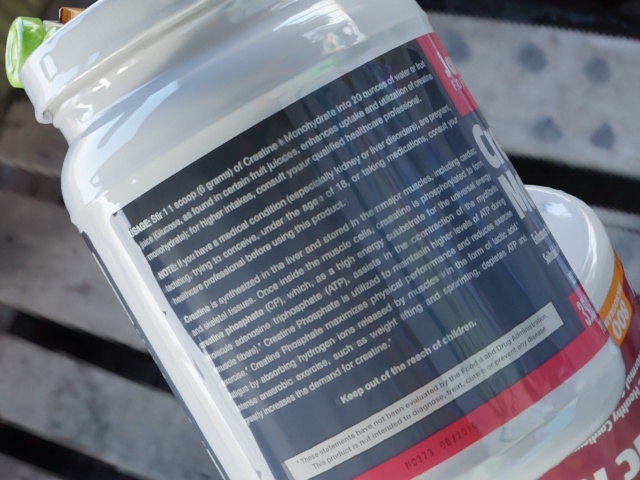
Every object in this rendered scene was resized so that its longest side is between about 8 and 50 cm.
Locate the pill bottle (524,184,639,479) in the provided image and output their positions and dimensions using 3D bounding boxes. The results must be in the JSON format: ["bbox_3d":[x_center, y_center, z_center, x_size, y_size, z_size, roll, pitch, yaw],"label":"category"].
[{"bbox_3d":[0.203,0.164,1.562,0.224,0.392,0.224,-21,35,15],"label":"pill bottle"}]

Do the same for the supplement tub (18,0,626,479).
[{"bbox_3d":[0.000,0.000,0.850,0.191,0.191,0.272,-30,91,25],"label":"supplement tub"}]

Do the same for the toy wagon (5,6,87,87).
[{"bbox_3d":[-0.110,-0.143,1.448,0.344,0.267,0.068,-154,69,-66],"label":"toy wagon"}]
